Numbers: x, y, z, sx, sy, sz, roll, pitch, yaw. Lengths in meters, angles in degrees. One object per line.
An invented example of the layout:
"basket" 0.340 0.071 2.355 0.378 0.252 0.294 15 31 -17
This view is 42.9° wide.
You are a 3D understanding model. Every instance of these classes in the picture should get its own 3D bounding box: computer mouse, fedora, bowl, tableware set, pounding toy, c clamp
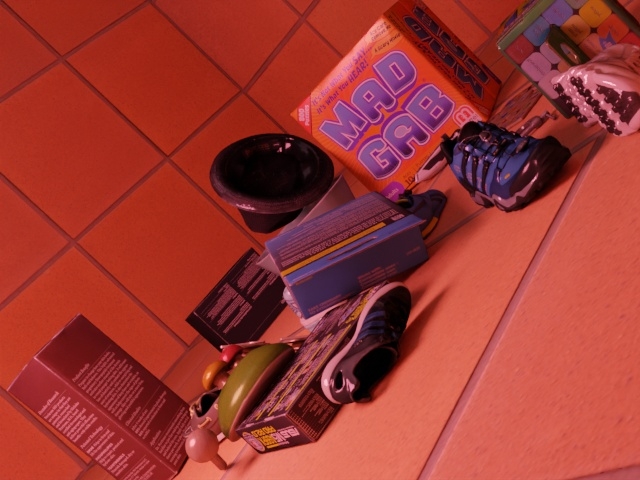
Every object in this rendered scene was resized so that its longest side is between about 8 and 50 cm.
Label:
"computer mouse" 0.256 -0.161 1.945 0.193 0.042 0.106 -51 1 7
"fedora" -0.120 -0.127 2.034 0.334 0.334 0.152 -53 -25 -45
"bowl" 0.000 0.000 2.046 0.311 0.163 0.311 -45 6 6
"tableware set" -0.079 0.200 1.475 0.194 0.039 0.128 -7 -9 0
"pounding toy" -0.151 0.249 1.348 0.237 0.110 0.183 -55 -14 -13
"c clamp" 0.356 -0.184 1.492 0.161 0.022 0.137 -44 7 18

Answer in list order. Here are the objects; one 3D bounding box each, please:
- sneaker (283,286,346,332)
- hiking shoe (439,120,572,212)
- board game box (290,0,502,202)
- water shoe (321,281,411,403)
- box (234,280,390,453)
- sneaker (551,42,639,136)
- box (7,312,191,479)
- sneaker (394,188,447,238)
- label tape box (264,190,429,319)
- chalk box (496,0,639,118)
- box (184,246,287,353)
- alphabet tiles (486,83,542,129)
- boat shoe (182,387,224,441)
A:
"sneaker" 0.042 0.052 1.618 0.283 0.122 0.110 -46 6 3
"hiking shoe" 0.258 -0.119 1.220 0.113 0.132 0.304 -47 6 -8
"board game box" 0.209 -0.376 2.142 0.356 0.356 0.356 -43 7 31
"water shoe" 0.084 0.142 1.102 0.080 0.073 0.203 -1 45 50
"box" 0.002 0.198 1.251 0.270 0.060 0.216 -50 8 -31
"sneaker" 0.397 -0.215 1.090 0.118 0.110 0.292 -36 9 12
"box" -0.452 0.358 1.756 0.143 0.381 0.191 -44 7 26
"sneaker" 0.192 -0.070 1.596 0.069 0.082 0.209 -45 5 28
"label tape box" 0.048 0.029 1.405 0.241 0.106 0.333 -26 15 -4
"chalk box" 0.419 -0.340 1.360 0.179 0.180 0.289 -44 8 25
"box" -0.217 0.179 2.255 0.261 0.184 0.103 -50 5 -30
"alphabet tiles" 0.412 -0.276 1.775 0.198 0.009 0.237 -50 7 -28
"boat shoe" -0.196 0.328 1.579 0.305 0.091 0.109 -40 9 46
